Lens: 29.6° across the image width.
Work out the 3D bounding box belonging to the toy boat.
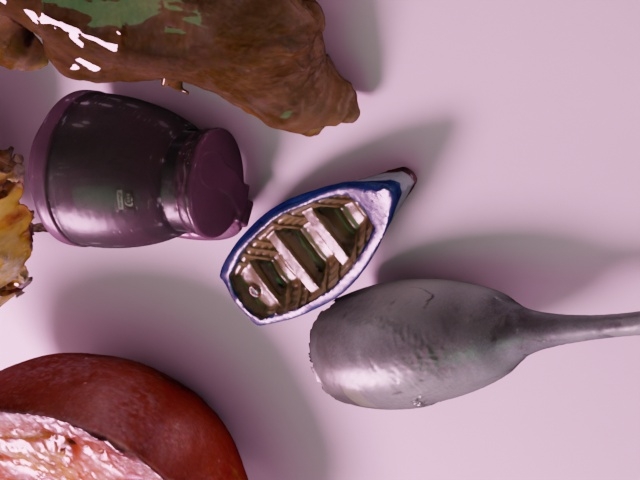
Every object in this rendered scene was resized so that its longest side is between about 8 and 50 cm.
[{"bbox_3d":[0.000,0.000,0.869,0.080,0.046,0.229,53,141,1],"label":"toy boat"}]

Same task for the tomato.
[{"bbox_3d":[-0.197,0.212,1.178,0.338,0.144,0.338,20,143,16],"label":"tomato"}]

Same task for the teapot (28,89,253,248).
[{"bbox_3d":[-0.124,-0.035,0.884,0.146,0.116,0.148,7,132,24],"label":"teapot"}]

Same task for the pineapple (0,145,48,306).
[{"bbox_3d":[-0.372,-0.067,1.032,0.286,0.209,0.344,49,137,21],"label":"pineapple"}]

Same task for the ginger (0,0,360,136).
[{"bbox_3d":[-0.123,-0.140,0.726,0.333,0.080,0.166,15,139,-11],"label":"ginger"}]

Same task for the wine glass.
[{"bbox_3d":[0.087,0.117,0.746,0.309,0.264,0.096,-11,125,45],"label":"wine glass"}]
